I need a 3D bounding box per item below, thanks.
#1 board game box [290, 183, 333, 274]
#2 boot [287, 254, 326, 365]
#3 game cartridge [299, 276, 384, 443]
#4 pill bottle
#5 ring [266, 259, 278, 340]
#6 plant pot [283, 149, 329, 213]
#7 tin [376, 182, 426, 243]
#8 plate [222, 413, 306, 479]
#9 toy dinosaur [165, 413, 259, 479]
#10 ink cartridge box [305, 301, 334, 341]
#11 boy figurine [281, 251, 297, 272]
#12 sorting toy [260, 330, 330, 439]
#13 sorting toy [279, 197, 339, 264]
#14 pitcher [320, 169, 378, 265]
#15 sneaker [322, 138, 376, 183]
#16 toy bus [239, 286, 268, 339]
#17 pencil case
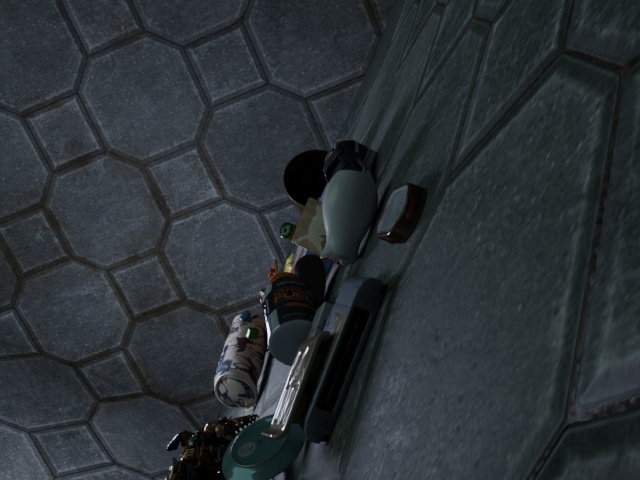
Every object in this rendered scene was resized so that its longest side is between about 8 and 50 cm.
[{"bbox_3d":[0.000,0.000,2.211,0.302,0.086,0.308,-75,9,-49],"label":"board game box"},{"bbox_3d":[-0.033,0.194,1.897,0.115,0.112,0.305,68,-150,-53],"label":"boot"},{"bbox_3d":[0.029,0.207,1.342,0.198,0.062,0.297,172,120,-79],"label":"game cartridge"},{"bbox_3d":[-0.072,0.173,1.748,0.246,0.130,0.130,-109,39,-59],"label":"pill bottle"},{"bbox_3d":[-0.178,0.238,2.694,0.336,0.032,0.337,-179,90,-83],"label":"ring"},{"bbox_3d":[-0.013,-0.157,2.489,0.230,0.215,0.215,88,-159,-67],"label":"plant pot"},{"bbox_3d":[0.143,-0.049,1.327,0.106,0.040,0.189,-64,5,-4],"label":"tin"},{"bbox_3d":[-0.117,0.407,1.466,0.188,0.024,0.188,-21,26,11],"label":"plate"},{"bbox_3d":[-0.204,0.456,1.595,0.322,0.218,0.164,-51,-16,-47],"label":"toy dinosaur"},{"bbox_3d":[0.004,0.201,1.578,0.088,0.052,0.122,126,166,-68],"label":"ink cartridge box"},{"bbox_3d":[-0.090,0.113,2.609,0.285,0.092,0.177,131,160,-71],"label":"boy figurine"},{"bbox_3d":[-0.042,0.270,1.351,0.208,0.038,0.193,-65,5,-16],"label":"sorting toy"},{"bbox_3d":[0.006,-0.029,1.948,0.274,0.046,0.132,26,95,46],"label":"sorting toy"},{"bbox_3d":[0.065,-0.047,1.703,0.178,0.125,0.207,48,-128,-79],"label":"pitcher"},{"bbox_3d":[0.066,-0.180,1.984,0.126,0.127,0.321,-60,6,26],"label":"sneaker"},{"bbox_3d":[-0.094,0.214,1.991,0.191,0.202,0.104,-60,24,0],"label":"toy bus"},{"bbox_3d":[-0.276,0.444,2.713,0.160,0.183,0.410,-46,16,26],"label":"pencil case"}]
